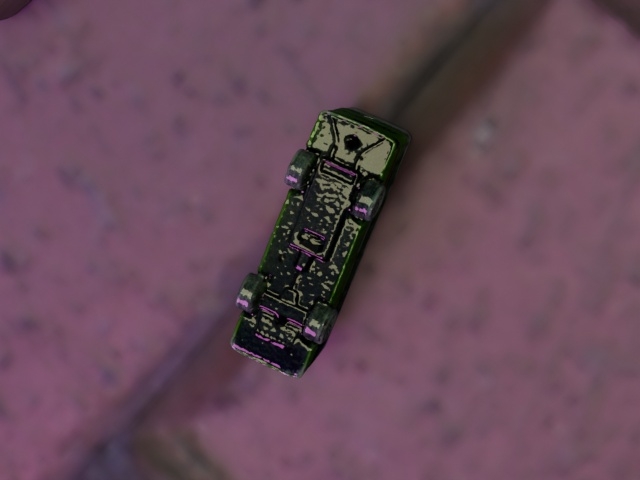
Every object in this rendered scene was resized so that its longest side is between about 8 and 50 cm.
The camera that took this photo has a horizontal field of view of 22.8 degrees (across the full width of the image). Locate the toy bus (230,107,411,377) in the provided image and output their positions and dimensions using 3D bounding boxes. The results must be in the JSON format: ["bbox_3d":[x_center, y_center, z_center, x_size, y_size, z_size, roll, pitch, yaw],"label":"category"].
[{"bbox_3d":[0.000,0.000,0.503,0.031,0.037,0.083,24,105,10],"label":"toy bus"}]

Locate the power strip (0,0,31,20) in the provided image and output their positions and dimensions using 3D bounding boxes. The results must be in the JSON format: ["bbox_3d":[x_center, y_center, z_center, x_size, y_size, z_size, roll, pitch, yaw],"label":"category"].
[{"bbox_3d":[-0.077,-0.155,0.492,0.288,0.053,0.093,-38,89,18],"label":"power strip"}]
